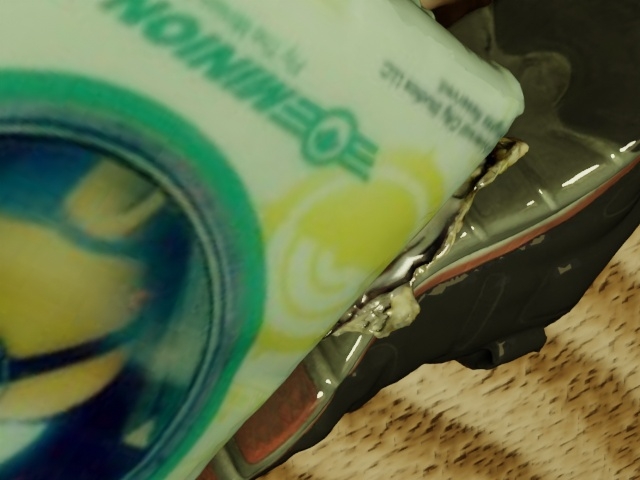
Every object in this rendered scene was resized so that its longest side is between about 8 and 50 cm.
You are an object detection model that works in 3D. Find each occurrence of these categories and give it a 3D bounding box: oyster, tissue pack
[{"bbox_3d":[-0.001,0.002,0.632,0.165,0.108,0.053,-22,142,23],"label":"oyster"},{"bbox_3d":[-0.163,0.007,0.533,0.388,0.162,0.287,-49,134,9],"label":"tissue pack"}]

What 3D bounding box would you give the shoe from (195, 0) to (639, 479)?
[{"bbox_3d":[0.038,0.005,0.721,0.291,0.114,0.137,-37,155,6],"label":"shoe"}]
